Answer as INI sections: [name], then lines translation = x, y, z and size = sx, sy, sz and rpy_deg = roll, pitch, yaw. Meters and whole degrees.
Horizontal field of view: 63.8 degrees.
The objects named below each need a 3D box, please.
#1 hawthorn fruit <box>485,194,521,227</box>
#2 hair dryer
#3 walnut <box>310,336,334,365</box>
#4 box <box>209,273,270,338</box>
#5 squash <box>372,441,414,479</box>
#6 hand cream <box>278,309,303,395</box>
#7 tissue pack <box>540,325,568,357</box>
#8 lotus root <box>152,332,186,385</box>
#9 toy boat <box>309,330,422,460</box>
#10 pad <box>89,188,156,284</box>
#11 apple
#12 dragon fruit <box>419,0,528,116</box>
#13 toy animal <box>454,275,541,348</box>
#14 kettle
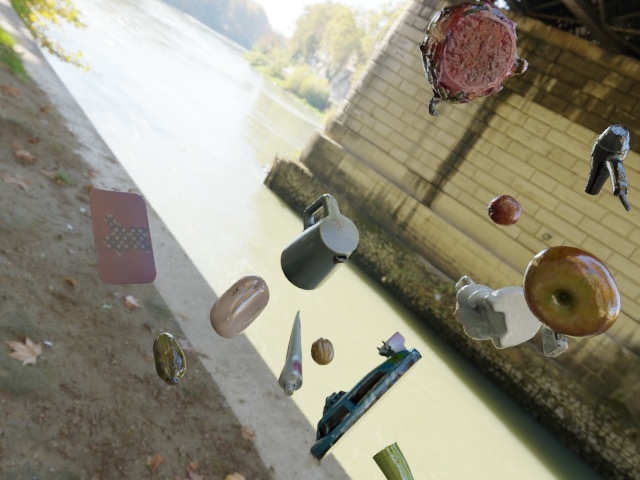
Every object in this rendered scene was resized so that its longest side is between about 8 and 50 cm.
[hawthorn fruit]
translation = 0.699, -0.111, 1.983
size = 0.140, 0.125, 0.125
rpy_deg = -10, 7, 12
[hair dryer]
translation = 0.807, -0.162, 1.437
size = 0.091, 0.236, 0.272
rpy_deg = 7, 47, 10
[walnut]
translation = 0.008, 0.472, 2.201
size = 0.105, 0.105, 0.125
rpy_deg = 24, 49, -32
[box]
translation = -0.229, 0.188, 1.476
size = 0.088, 0.200, 0.146
rpy_deg = 31, -27, 28
[squash]
translation = 0.244, 0.741, 1.570
size = 0.094, 0.094, 0.224
rpy_deg = 17, 38, -49
[hand cream]
translation = -0.084, 0.381, 1.714
size = 0.077, 0.125, 0.341
rpy_deg = 1, 31, 5
[tissue pack]
translation = 0.628, 0.264, 1.381
size = 0.042, 0.062, 0.083
rpy_deg = 13, 51, -7
[lotus root]
translation = -0.468, 0.367, 1.593
size = 0.089, 0.081, 0.179
rpy_deg = -16, 53, -14
[toy boat]
translation = 0.078, 0.320, 1.071
size = 0.092, 0.298, 0.134
rpy_deg = 46, -22, 17
[pad]
translation = -0.541, -0.011, 1.414
size = 0.181, 0.004, 0.267
rpy_deg = 3, 72, -55
[apple]
translation = 0.624, 0.123, 1.280
size = 0.173, 0.210, 0.235
rpy_deg = -22, 94, -47
[dragon fruit]
translation = 0.333, -0.399, 1.130
size = 0.210, 0.283, 0.147
rpy_deg = 16, 16, -21
[toy animal]
translation = 0.590, 0.232, 1.780
size = 0.241, 0.196, 0.367
rpy_deg = -13, 5, -22
[kettle]
translation = 0.000, 0.000, 1.429
size = 0.159, 0.243, 0.211
rpy_deg = 2, 66, -25
